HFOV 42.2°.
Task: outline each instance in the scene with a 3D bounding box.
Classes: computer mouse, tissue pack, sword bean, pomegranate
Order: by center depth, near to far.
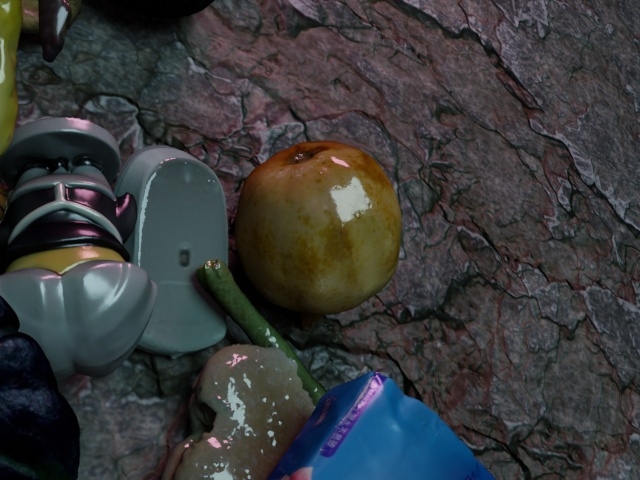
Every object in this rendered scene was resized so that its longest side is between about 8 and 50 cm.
[{"bbox_3d":[0.031,0.274,0.698,0.209,0.137,0.269,49,49,-6],"label":"tissue pack"},{"bbox_3d":[-0.163,0.011,0.887,0.128,0.079,0.231,10,76,-41],"label":"computer mouse"},{"bbox_3d":[-0.048,0.122,0.907,0.269,0.043,0.038,53,56,-23],"label":"sword bean"},{"bbox_3d":[0.000,-0.015,0.943,0.207,0.207,0.207,21,53,-30],"label":"pomegranate"}]

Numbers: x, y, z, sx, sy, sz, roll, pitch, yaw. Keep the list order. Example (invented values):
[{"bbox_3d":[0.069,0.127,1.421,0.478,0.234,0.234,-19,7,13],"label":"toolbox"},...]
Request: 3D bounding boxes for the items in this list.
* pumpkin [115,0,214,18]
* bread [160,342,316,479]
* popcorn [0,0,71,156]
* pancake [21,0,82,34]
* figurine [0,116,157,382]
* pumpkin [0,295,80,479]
[{"bbox_3d":[-0.183,-0.406,0.995,0.248,0.248,0.248,21,53,-30],"label":"pumpkin"},{"bbox_3d":[-0.050,0.269,0.803,0.183,0.102,0.337,-17,76,-45],"label":"bread"},{"bbox_3d":[-0.350,-0.179,0.625,0.349,0.382,0.349,58,1,-2],"label":"popcorn"},{"bbox_3d":[-0.382,-0.355,0.910,0.286,0.033,0.288,27,39,-43],"label":"pancake"},{"bbox_3d":[-0.247,0.013,0.766,0.176,0.133,0.236,-9,61,-13],"label":"figurine"},{"bbox_3d":[-0.342,0.150,0.508,0.363,0.266,0.363,17,56,-27],"label":"pumpkin"}]
